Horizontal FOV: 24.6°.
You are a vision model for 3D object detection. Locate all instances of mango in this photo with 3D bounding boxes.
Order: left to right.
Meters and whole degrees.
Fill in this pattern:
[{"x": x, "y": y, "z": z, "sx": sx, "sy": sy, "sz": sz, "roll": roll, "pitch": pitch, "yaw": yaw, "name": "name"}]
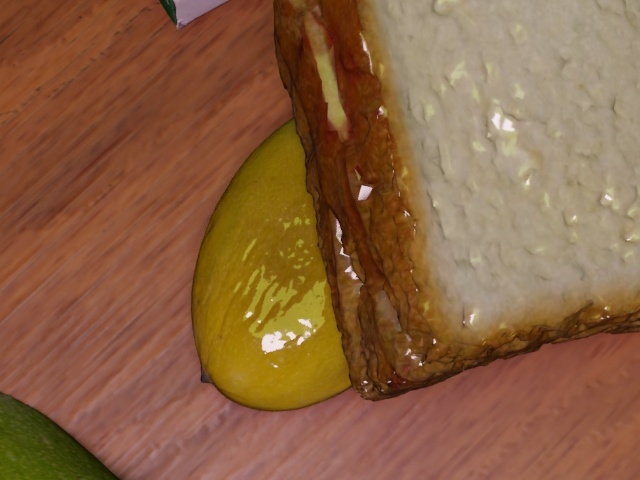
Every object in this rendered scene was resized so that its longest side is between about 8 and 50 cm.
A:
[{"x": -0.007, "y": 0.000, "z": 0.973, "sx": 0.137, "sy": 0.091, "sz": 0.237, "roll": 15, "pitch": 70, "yaw": -3, "name": "mango"}]

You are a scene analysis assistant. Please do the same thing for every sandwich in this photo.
[{"x": 0.147, "y": -0.060, "z": 0.927, "sx": 0.325, "sy": 0.131, "sz": 0.262, "roll": -10, "pitch": 78, "yaw": -23, "name": "sandwich"}]

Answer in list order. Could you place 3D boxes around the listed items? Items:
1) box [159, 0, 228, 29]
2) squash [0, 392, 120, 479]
[{"x": -0.095, "y": -0.271, "z": 1.045, "sx": 0.135, "sy": 0.081, "sz": 0.199, "roll": -29, "pitch": 80, "yaw": -9, "name": "box"}, {"x": -0.186, "y": 0.180, "z": 0.953, "sx": 0.288, "sy": 0.203, "sz": 0.111, "roll": 28, "pitch": 75, "yaw": 42, "name": "squash"}]
